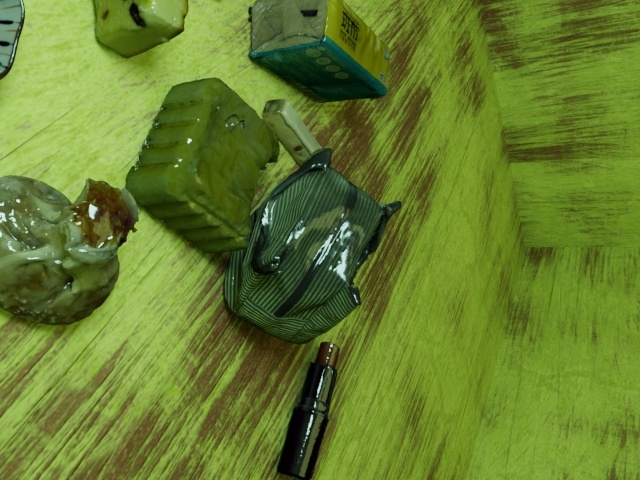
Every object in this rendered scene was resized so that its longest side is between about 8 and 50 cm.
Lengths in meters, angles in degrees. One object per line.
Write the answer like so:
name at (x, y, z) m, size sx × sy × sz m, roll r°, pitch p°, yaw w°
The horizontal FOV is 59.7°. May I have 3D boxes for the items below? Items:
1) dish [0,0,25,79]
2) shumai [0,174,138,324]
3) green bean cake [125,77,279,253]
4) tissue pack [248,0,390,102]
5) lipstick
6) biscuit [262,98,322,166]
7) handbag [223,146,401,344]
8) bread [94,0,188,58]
dish at (-0.417, -0.249, 0.585) m, size 0.190 × 0.066 × 0.191 m, roll 3°, pitch 86°, yaw -56°
shumai at (-0.313, 0.010, 0.681) m, size 0.209 × 0.153 × 0.161 m, roll 67°, pitch 31°, yaw -27°
green bean cake at (-0.171, -0.119, 0.926) m, size 0.233 × 0.124 × 0.236 m, roll 45°, pitch 53°, yaw -49°
tissue pack at (0.006, -0.394, 1.148) m, size 0.271 × 0.192 × 0.134 m, roll 15°, pitch 78°, yaw -58°
lipstick at (-0.016, 0.365, 1.214) m, size 0.081 × 0.081 × 0.300 m, roll 49°, pitch 52°, yaw -47°
biscuit at (-0.051, -0.222, 1.182) m, size 0.188 × 0.056 × 0.052 m, roll 47°, pitch 52°, yaw -46°
handbag at (-0.012, 0.009, 1.030) m, size 0.247 × 0.240 × 0.341 m, roll 34°, pitch 62°, yaw -16°
bread at (-0.256, -0.453, 0.775) m, size 0.077 × 0.138 × 0.361 m, roll -3°, pitch 92°, yaw -56°
